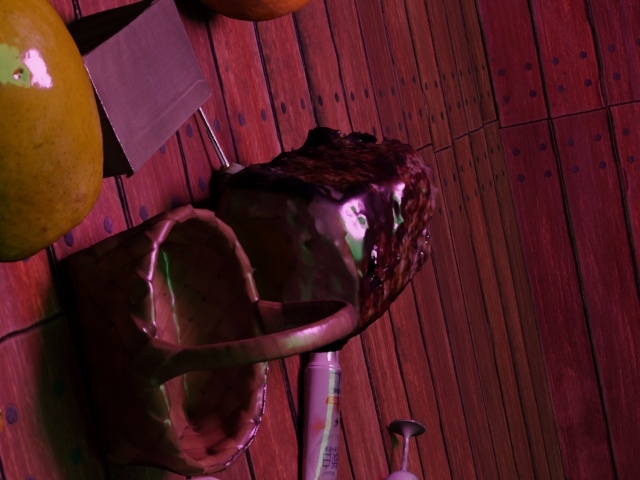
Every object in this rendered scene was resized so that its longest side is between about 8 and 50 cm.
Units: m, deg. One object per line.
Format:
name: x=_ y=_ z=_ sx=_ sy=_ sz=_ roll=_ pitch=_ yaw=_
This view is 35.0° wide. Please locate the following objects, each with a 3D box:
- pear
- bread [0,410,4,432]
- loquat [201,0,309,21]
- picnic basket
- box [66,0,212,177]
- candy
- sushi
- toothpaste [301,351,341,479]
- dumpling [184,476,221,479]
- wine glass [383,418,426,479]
pear: x=-0.333 y=-0.128 z=0.957 sx=0.253 sy=0.253 sz=0.307 roll=-74 pitch=147 yaw=-41
bread: x=-0.372 y=0.163 z=0.992 sx=0.157 sy=0.083 sz=0.094 roll=43 pitch=33 yaw=-51
loquat: x=-0.099 y=-0.465 z=1.543 sx=0.263 sy=0.263 sz=0.263 roll=31 pitch=55 yaw=-58
picnic basket: x=-0.114 y=0.117 z=1.259 sx=0.293 sy=0.337 sz=0.337 roll=-17 pitch=97 yaw=-65
box: x=-0.261 y=-0.181 z=1.238 sx=0.155 sy=0.149 sz=0.231 roll=68 pitch=29 yaw=-26
candy: x=-0.165 y=-0.153 z=1.561 sx=0.202 sy=0.061 sz=0.061 roll=65 pitch=29 yaw=-14
sushi: x=0.002 y=0.000 z=1.539 sx=0.294 sy=0.281 sz=0.299 roll=-42 pitch=153 yaw=-53
toothpaste: x=0.000 y=0.332 z=1.727 sx=0.100 sy=0.066 sz=0.323 roll=19 pitch=70 yaw=-57
dumpling: x=-0.146 y=0.375 z=1.192 sx=0.318 sy=0.243 sz=0.187 roll=15 pitch=63 yaw=-61
wine glass: x=0.162 y=0.456 z=1.999 sx=0.079 sy=0.079 sz=0.195 roll=52 pitch=37 yaw=-46
